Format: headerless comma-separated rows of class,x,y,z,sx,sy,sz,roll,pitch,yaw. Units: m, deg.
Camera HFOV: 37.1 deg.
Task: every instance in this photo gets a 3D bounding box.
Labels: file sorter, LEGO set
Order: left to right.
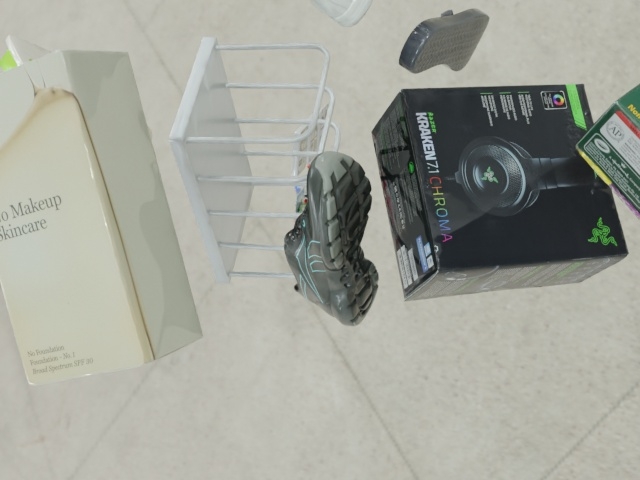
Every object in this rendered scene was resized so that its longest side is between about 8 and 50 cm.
file sorter,-0.065,-0.099,1.256,0.173,0.277,0.192,2,50,11
LEGO set,-0.037,-0.099,1.633,0.060,0.182,0.244,10,116,12

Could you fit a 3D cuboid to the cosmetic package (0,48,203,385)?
cosmetic package,-0.246,-0.023,0.969,0.160,0.113,0.309,-14,93,26

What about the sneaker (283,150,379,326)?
sneaker,0.000,0.000,1.129,0.106,0.267,0.101,21,51,25

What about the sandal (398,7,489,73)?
sandal,0.177,-0.296,1.373,0.054,0.254,0.097,36,115,18

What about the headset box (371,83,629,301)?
headset box,0.236,-0.065,1.239,0.131,0.283,0.246,129,135,-66

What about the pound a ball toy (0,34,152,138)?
pound a ball toy,-0.351,-0.165,1.338,0.208,0.136,0.319,-48,54,16

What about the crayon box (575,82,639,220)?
crayon box,0.505,-0.063,0.990,0.363,0.313,0.106,50,157,11

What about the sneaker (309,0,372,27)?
sneaker,-0.024,-0.306,1.024,0.080,0.094,0.212,-58,39,17
